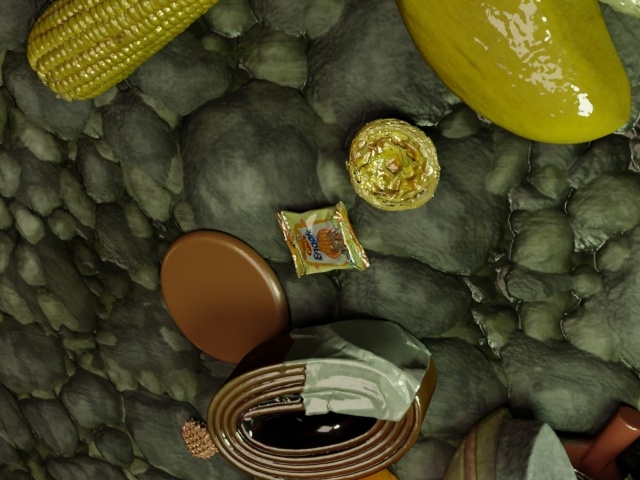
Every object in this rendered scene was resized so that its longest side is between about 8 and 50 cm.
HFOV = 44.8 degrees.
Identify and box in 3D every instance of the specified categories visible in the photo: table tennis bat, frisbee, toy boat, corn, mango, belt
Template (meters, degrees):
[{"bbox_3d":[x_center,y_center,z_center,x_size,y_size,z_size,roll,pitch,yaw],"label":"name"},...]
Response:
[{"bbox_3d":[0.360,0.342,1.104,0.200,0.038,0.310,32,129,11],"label":"table tennis bat"},{"bbox_3d":[-0.162,0.099,1.273,0.250,0.021,0.251,13,120,24],"label":"frisbee"},{"bbox_3d":[0.241,0.371,1.077,0.293,0.111,0.276,-8,74,58],"label":"toy boat"},{"bbox_3d":[-0.259,-0.310,1.039,0.387,0.144,0.144,-23,102,37],"label":"corn"},{"bbox_3d":[0.188,-0.243,0.827,0.195,0.142,0.332,-17,106,40],"label":"mango"},{"bbox_3d":[0.004,0.237,1.148,0.338,0.122,0.217,-14,104,19],"label":"belt"}]

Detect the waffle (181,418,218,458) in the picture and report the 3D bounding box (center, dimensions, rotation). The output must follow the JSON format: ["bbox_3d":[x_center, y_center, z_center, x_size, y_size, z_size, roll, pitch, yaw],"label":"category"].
[{"bbox_3d":[-0.224,0.368,1.441,0.075,0.029,0.083,10,117,24],"label":"waffle"}]

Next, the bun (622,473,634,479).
[{"bbox_3d":[0.443,0.367,0.997,0.209,0.116,0.237,10,110,-23],"label":"bun"}]

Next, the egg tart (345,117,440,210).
[{"bbox_3d":[0.098,-0.099,1.009,0.128,0.049,0.129,9,117,18],"label":"egg tart"}]

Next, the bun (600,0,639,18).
[{"bbox_3d":[0.317,-0.334,0.689,0.259,0.152,0.260,3,117,6],"label":"bun"}]

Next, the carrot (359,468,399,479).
[{"bbox_3d":[0.026,0.461,1.294,0.159,0.159,0.225,54,138,-5],"label":"carrot"}]

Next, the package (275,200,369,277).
[{"bbox_3d":[0.002,0.000,1.122,0.120,0.031,0.108,-8,110,32],"label":"package"}]
